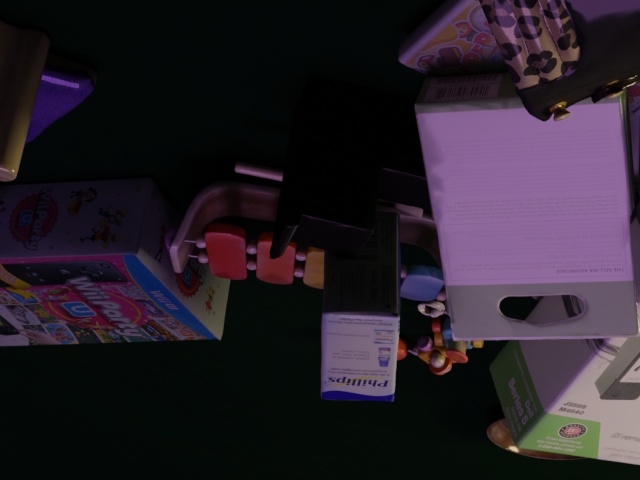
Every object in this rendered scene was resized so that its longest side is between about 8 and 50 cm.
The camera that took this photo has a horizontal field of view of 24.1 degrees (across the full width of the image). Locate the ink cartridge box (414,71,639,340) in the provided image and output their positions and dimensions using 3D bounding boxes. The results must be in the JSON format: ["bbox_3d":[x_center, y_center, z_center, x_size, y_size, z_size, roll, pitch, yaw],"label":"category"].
[{"bbox_3d":[0.181,-0.027,1.274,0.171,0.056,0.235,-2,121,17],"label":"ink cartridge box"}]

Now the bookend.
[{"bbox_3d":[0.047,-0.050,1.354,0.157,0.156,0.072,12,153,-9],"label":"bookend"}]

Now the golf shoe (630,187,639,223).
[{"bbox_3d":[0.189,-0.062,1.344,0.198,0.077,0.094,32,-170,6],"label":"golf shoe"}]

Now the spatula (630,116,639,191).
[{"bbox_3d":[0.233,-0.080,1.399,0.168,0.019,0.242,3,149,14],"label":"spatula"}]

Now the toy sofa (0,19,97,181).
[{"bbox_3d":[-0.371,-0.074,1.440,0.177,0.150,0.362,25,149,-27],"label":"toy sofa"}]

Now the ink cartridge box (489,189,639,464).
[{"bbox_3d":[0.326,0.095,1.483,0.198,0.114,0.273,11,133,-24],"label":"ink cartridge box"}]

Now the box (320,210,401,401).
[{"bbox_3d":[0.037,0.062,1.400,0.072,0.126,0.137,2,140,1],"label":"box"}]

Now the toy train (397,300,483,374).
[{"bbox_3d":[0.122,0.127,1.805,0.125,0.046,0.166,19,152,-21],"label":"toy train"}]

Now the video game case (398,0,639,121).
[{"bbox_3d":[0.207,-0.166,1.209,0.206,0.026,0.227,21,149,-21],"label":"video game case"}]

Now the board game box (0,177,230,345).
[{"bbox_3d":[-0.284,0.029,1.681,0.304,0.097,0.224,-4,151,21],"label":"board game box"}]

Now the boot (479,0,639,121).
[{"bbox_3d":[0.288,-0.152,1.065,0.284,0.138,0.377,-14,143,23],"label":"boot"}]

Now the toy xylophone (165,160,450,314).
[{"bbox_3d":[0.000,0.000,1.510,0.323,0.081,0.236,7,166,7],"label":"toy xylophone"}]

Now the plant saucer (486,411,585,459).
[{"bbox_3d":[0.309,0.254,2.022,0.169,0.029,0.168,7,154,3],"label":"plant saucer"}]

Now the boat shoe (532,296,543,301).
[{"bbox_3d":[0.297,0.041,1.569,0.233,0.079,0.084,21,112,-30],"label":"boat shoe"}]
